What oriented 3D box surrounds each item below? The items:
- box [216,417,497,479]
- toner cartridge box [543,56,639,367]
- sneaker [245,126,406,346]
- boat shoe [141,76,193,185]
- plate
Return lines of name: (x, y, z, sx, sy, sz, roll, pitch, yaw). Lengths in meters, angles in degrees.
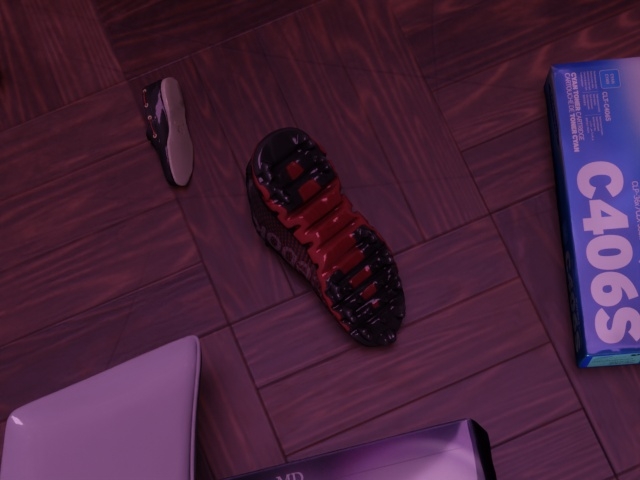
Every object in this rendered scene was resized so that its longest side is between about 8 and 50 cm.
box: (0.057, 0.362, 1.425, 0.296, 0.183, 0.294, -16, 74, 8)
toner cartridge box: (0.360, -0.036, 1.594, 0.165, 0.075, 0.348, -5, 75, 0)
sneaker: (0.000, 0.000, 1.590, 0.097, 0.135, 0.276, -35, 100, -19)
boat shoe: (-0.183, -0.127, 1.658, 0.042, 0.049, 0.133, -15, 81, 27)
plate: (-0.231, 0.263, 1.468, 0.278, 0.045, 0.277, -24, 47, 24)
